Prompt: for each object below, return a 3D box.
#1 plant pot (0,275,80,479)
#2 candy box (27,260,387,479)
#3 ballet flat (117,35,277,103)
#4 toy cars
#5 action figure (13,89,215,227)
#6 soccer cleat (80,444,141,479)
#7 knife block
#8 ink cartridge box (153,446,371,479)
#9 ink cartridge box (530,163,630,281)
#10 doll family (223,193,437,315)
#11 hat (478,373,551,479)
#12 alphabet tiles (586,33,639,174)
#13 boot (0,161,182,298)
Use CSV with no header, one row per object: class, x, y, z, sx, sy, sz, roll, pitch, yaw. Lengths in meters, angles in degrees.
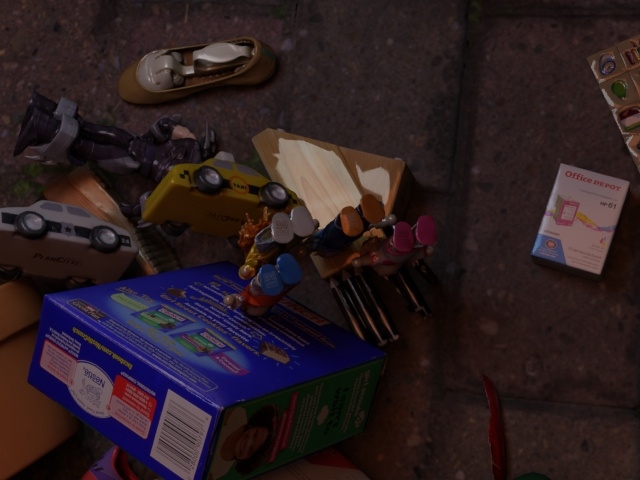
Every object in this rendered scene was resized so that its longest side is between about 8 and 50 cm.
plant pot,-0.434,0.203,1.485,0.291,0.291,0.203,-32,91,5
candy box,-0.121,0.144,1.358,0.268,0.317,0.122,28,112,30
ballet flat,-0.176,-0.238,1.611,0.232,0.073,0.080,-10,75,12
toy cars,-0.222,-0.032,1.443,0.394,0.176,0.087,-14,56,-1
action figure,-0.247,-0.111,1.551,0.285,0.099,0.185,19,38,-15
soccer cleat,-0.169,0.370,1.458,0.318,0.108,0.116,28,82,21
knife block,0.019,0.007,1.498,0.276,0.088,0.242,16,81,16
ink cartridge box,-0.059,0.339,1.321,0.226,0.306,0.131,41,118,19
ink cartridge box,0.316,-0.023,1.450,0.089,0.052,0.122,17,81,17
doll family,0.000,0.000,1.360,0.263,0.163,0.118,-15,79,-19
hat,0.254,0.302,1.408,0.173,0.183,0.208,4,120,22
alphabet tiles,0.478,-0.188,1.470,0.237,0.009,0.198,-23,73,8
boot,-0.311,0.043,1.592,0.207,0.090,0.248,-44,73,15
